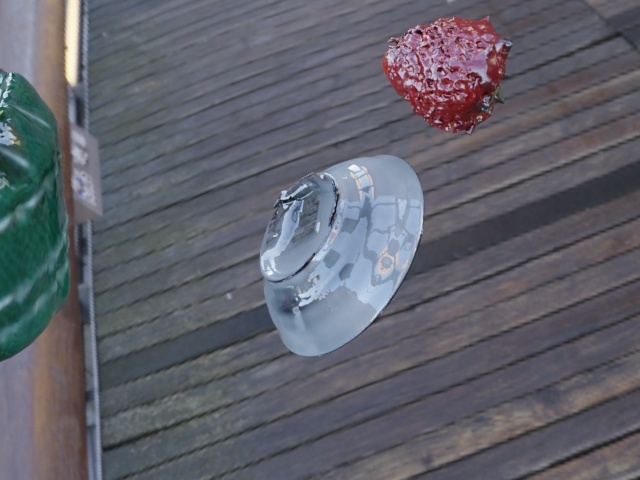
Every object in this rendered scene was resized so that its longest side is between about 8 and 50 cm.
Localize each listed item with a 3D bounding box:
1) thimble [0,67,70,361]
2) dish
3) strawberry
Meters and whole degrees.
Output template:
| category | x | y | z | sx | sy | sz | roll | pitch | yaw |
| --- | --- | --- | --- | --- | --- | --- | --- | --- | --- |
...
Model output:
| category | x | y | z | sx | sy | sz | roll | pitch | yaw |
| --- | --- | --- | --- | --- | --- | --- | --- | --- | --- |
| thimble | -0.309 | -0.011 | 0.552 | 0.288 | 0.167 | 0.254 | -24 | 42 | -34 |
| dish | 0.000 | 0.000 | 1.218 | 0.316 | 0.106 | 0.316 | -37 | 38 | 36 |
| strawberry | 0.191 | -0.257 | 1.337 | 0.201 | 0.184 | 0.187 | 14 | 29 | 8 |
